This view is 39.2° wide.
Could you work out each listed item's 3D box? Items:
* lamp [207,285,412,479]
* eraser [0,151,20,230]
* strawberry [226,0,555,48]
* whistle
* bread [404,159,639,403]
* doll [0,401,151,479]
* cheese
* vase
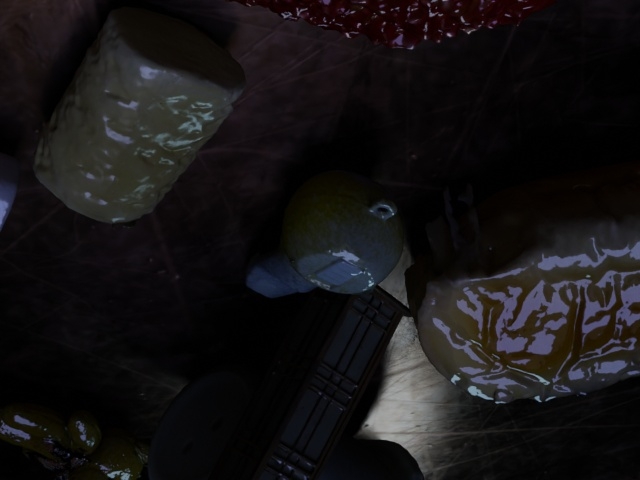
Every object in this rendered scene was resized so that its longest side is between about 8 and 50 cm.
[{"bbox_3d":[-0.027,0.186,0.916,0.089,0.325,0.090,36,165,-30],"label":"lamp"},{"bbox_3d":[-0.412,-0.040,0.746,0.270,0.094,0.174,20,127,-30],"label":"eraser"},{"bbox_3d":[0.036,-0.214,0.552,0.261,0.261,0.257,16,124,-26],"label":"strawberry"},{"bbox_3d":[0.000,0.000,0.882,0.123,0.122,0.223,20,150,-29],"label":"whistle"},{"bbox_3d":[0.283,0.039,0.932,0.389,0.183,0.236,-5,122,3],"label":"bread"},{"bbox_3d":[-0.308,0.260,1.090,0.209,0.097,0.137,32,129,-30],"label":"doll"},{"bbox_3d":[-0.151,-0.097,0.734,0.123,0.093,0.167,23,128,-29],"label":"cheese"},{"bbox_3d":[-0.053,0.290,1.091,0.245,0.245,0.291,-33,125,23],"label":"vase"}]
